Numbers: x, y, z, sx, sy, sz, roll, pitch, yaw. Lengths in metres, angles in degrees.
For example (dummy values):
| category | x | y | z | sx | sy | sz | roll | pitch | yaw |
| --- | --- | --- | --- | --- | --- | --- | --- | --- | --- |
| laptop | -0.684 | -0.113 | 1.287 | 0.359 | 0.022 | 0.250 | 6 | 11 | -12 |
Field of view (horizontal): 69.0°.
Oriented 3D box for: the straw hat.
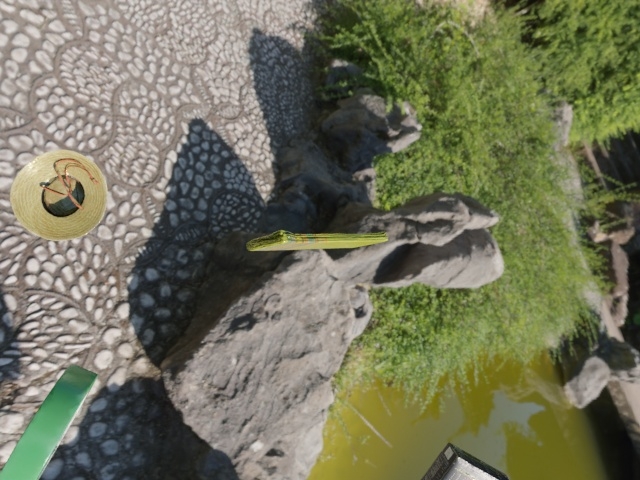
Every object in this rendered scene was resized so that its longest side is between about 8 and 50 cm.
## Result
| category | x | y | z | sx | sy | sz | roll | pitch | yaw |
| --- | --- | --- | --- | --- | --- | --- | --- | --- | --- |
| straw hat | -0.417 | -0.072 | 0.760 | 0.144 | 0.061 | 0.145 | -2 | 95 | -21 |

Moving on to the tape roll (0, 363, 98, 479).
| category | x | y | z | sx | sy | sz | roll | pitch | yaw |
| --- | --- | --- | --- | --- | --- | --- | --- | --- | --- |
| tape roll | -0.678 | 0.473 | 1.164 | 0.077 | 0.321 | 0.321 | 30 | 47 | -15 |

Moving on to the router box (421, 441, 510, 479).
| category | x | y | z | sx | sy | sz | roll | pitch | yaw |
| --- | --- | --- | --- | --- | --- | --- | --- | --- | --- |
| router box | 0.218 | 0.374 | 0.699 | 0.122 | 0.092 | 0.038 | 33 | 5 | -12 |

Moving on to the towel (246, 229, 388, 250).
| category | x | y | z | sx | sy | sz | roll | pitch | yaw |
| --- | --- | --- | --- | --- | --- | --- | --- | --- | --- |
| towel | 0.000 | 0.000 | 0.783 | 0.237 | 0.102 | 0.021 | -1 | 83 | -41 |
